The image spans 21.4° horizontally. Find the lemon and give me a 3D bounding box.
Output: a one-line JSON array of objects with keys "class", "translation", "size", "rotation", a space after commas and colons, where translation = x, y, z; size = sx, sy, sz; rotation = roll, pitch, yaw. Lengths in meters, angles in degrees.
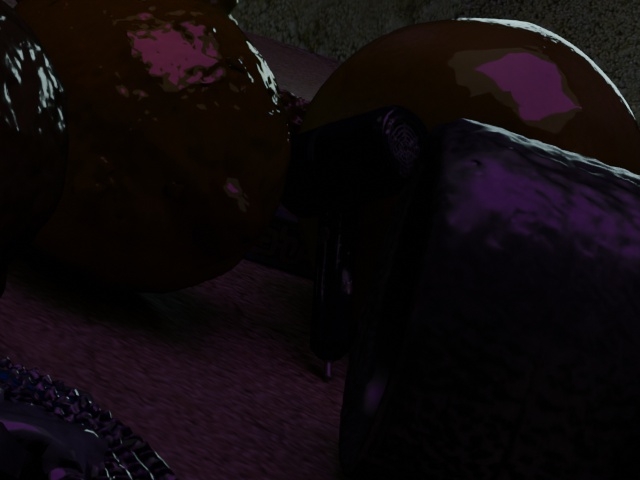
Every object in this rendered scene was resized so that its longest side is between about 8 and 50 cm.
[{"class": "lemon", "translation": [-0.149, -0.082, 1.335], "size": [0.245, 0.245, 0.320], "rotation": [11, 21, -44]}]

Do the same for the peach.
[{"class": "peach", "translation": [0.137, -0.048, 1.508], "size": [0.281, 0.314, 0.316], "rotation": [18, -19, -41]}]

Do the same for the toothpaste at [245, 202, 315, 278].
[{"class": "toothpaste", "translation": [0.000, 0.000, 1.659], "size": [0.193, 0.070, 0.044], "rotation": [17, 9, -19]}]

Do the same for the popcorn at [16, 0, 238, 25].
[{"class": "popcorn", "translation": [-0.204, -0.223, 1.920], "size": [0.293, 0.293, 0.237], "rotation": [24, -24, 14]}]

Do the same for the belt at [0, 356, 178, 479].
[{"class": "belt", "translation": [-0.203, 0.108, 0.621], "size": [0.325, 0.122, 0.260], "rotation": [15, 19, -16]}]

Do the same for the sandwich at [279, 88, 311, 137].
[{"class": "sandwich", "translation": [0.027, -0.066, 1.799], "size": [0.271, 0.099, 0.301], "rotation": [20, -4, -7]}]

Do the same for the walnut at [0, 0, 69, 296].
[{"class": "walnut", "translation": [-0.270, -0.056, 0.979], "size": [0.283, 0.227, 0.283], "rotation": [61, 12, -22]}]

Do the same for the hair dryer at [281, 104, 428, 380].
[{"class": "hair dryer", "translation": [0.019, 0.005, 1.349], "size": [0.124, 0.219, 0.071], "rotation": [-13, -27, 42]}]

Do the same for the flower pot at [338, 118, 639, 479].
[{"class": "flower pot", "translation": [0.170, 0.091, 1.072], "size": [0.283, 0.299, 0.299], "rotation": [15, 11, -6]}]
